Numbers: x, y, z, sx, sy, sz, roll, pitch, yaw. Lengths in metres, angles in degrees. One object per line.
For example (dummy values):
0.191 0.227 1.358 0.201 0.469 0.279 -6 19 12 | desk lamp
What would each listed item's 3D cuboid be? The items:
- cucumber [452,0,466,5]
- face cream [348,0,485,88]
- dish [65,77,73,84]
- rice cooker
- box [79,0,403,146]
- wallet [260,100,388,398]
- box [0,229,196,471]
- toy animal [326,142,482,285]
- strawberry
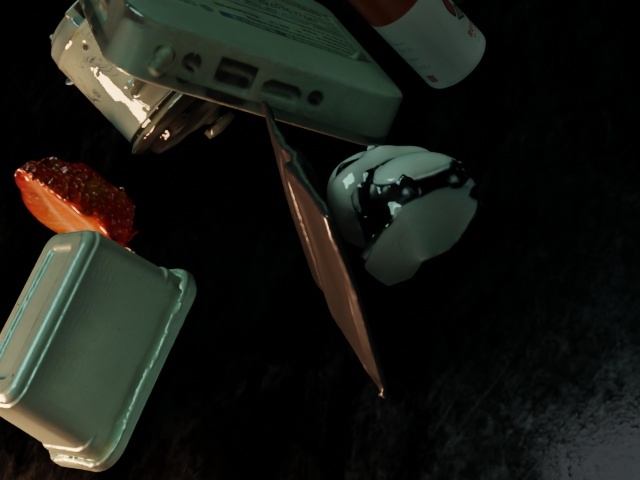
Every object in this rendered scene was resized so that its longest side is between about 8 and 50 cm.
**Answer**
0.263 -0.427 1.518 0.303 0.072 0.081 -40 36 18 | cucumber
0.110 -0.293 1.447 0.096 0.214 0.095 -30 40 28 | face cream
-0.382 -0.370 2.205 0.228 0.086 0.236 9 66 53 | dish
-0.255 -0.282 1.804 0.264 0.316 0.316 -43 35 6 | rice cooker
-0.119 -0.276 1.541 0.111 0.396 0.396 -65 29 22 | box
0.000 0.000 1.309 0.041 0.247 0.323 -21 32 -3 | wallet
-0.333 0.139 1.597 0.175 0.182 0.311 -4 55 47 | box
0.077 -0.043 1.314 0.179 0.166 0.138 36 133 55 | toy animal
-0.396 -0.071 1.819 0.174 0.228 0.098 -3 57 48 | strawberry
